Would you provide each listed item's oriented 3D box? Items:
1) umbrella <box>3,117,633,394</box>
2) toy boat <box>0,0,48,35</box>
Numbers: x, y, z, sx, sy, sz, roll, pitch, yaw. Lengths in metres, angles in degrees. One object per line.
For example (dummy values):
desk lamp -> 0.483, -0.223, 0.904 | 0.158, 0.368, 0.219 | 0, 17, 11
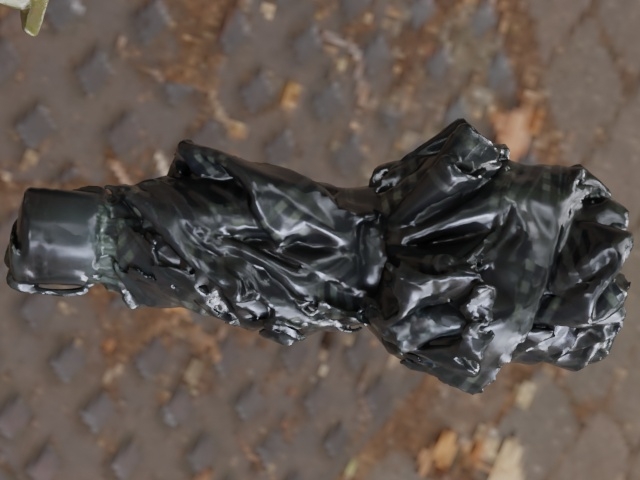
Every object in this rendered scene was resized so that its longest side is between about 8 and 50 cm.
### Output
umbrella -> 0.003, -0.011, 1.065 | 0.128, 0.336, 0.154 | 100, 5, -58
toy boat -> -0.153, -0.359, 1.292 | 0.136, 0.162, 0.445 | 17, 96, -25
